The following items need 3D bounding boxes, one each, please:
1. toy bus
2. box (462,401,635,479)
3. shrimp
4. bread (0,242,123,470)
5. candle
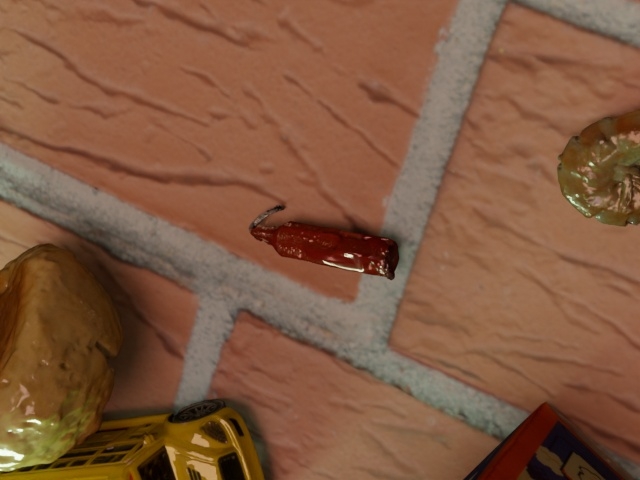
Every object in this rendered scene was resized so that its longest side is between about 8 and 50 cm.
[{"bbox_3d":[-0.227,0.272,1.273,0.330,0.152,0.144,-11,100,27],"label":"toy bus"},{"bbox_3d":[0.179,0.389,1.042,0.318,0.257,0.348,42,111,10],"label":"box"},{"bbox_3d":[0.286,-0.070,0.994,0.180,0.041,0.099,-24,95,28],"label":"shrimp"},{"bbox_3d":[-0.298,0.132,1.239,0.134,0.244,0.244,23,123,-29],"label":"bread"},{"bbox_3d":[0.000,0.000,1.144,0.162,0.053,0.048,12,105,24],"label":"candle"}]
